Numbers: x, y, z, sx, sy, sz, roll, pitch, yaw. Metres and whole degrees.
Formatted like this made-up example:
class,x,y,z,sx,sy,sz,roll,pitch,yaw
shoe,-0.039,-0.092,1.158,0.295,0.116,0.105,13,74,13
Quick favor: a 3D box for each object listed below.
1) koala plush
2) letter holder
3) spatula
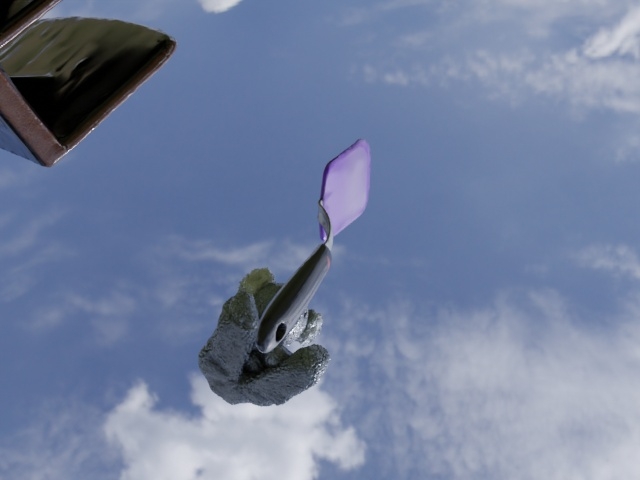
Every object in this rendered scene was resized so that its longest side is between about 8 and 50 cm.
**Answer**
class,x,y,z,sx,sy,sz,roll,pitch,yaw
koala plush,-0.089,0.151,1.479,0.196,0.203,0.221,36,-140,-10
letter holder,-0.213,-0.197,0.625,0.214,0.152,0.302,-46,-144,-18
spatula,0.000,0.000,0.715,0.030,0.084,0.296,8,-150,11
